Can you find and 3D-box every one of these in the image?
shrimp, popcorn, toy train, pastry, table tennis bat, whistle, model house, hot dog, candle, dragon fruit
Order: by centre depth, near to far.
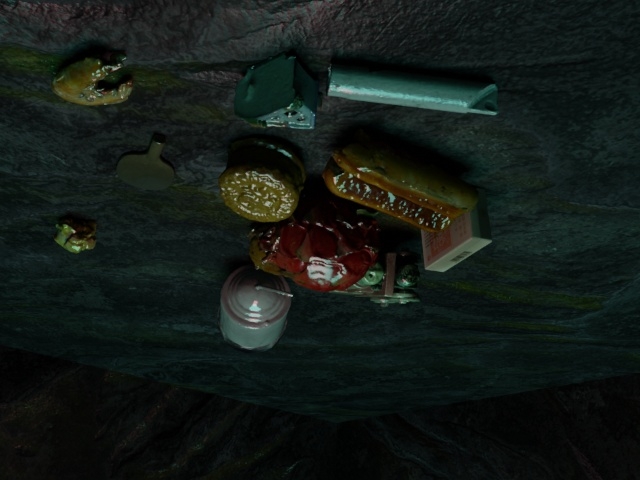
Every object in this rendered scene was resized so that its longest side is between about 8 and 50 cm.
[{"bbox_3d":[0.165,-0.268,1.131,0.312,0.062,0.062,6,153,-5],"label":"whistle"},{"bbox_3d":[-0.057,-0.246,1.156,0.148,0.120,0.148,-16,155,33],"label":"model house"},{"bbox_3d":[-0.411,-0.296,1.174,0.187,0.052,0.132,-13,168,39],"label":"shrimp"},{"bbox_3d":[0.171,-0.124,1.355,0.348,0.117,0.158,19,146,-23],"label":"hot dog"},{"bbox_3d":[-0.125,-0.127,1.369,0.188,0.103,0.189,9,145,6],"label":"pastry"},{"bbox_3d":[-0.386,-0.172,1.435,0.131,0.022,0.234,16,153,-21],"label":"table tennis bat"},{"bbox_3d":[0.000,0.000,1.491,0.298,0.245,0.244,-1,153,20],"label":"dragon fruit"},{"bbox_3d":[-0.090,0.027,1.699,0.228,0.100,0.218,15,153,-23],"label":"pastry"},{"bbox_3d":[0.137,0.094,1.701,0.221,0.150,0.304,7,172,-15],"label":"toy train"},{"bbox_3d":[-0.656,-0.016,1.707,0.109,0.089,0.097,6,-170,15],"label":"popcorn"},{"bbox_3d":[-0.201,0.198,1.930,0.221,0.221,0.343,6,150,-5],"label":"candle"}]

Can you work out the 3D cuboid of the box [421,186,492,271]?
[{"bbox_3d":[0.316,-0.024,1.506,0.058,0.141,0.201,8,155,-21],"label":"box"}]
